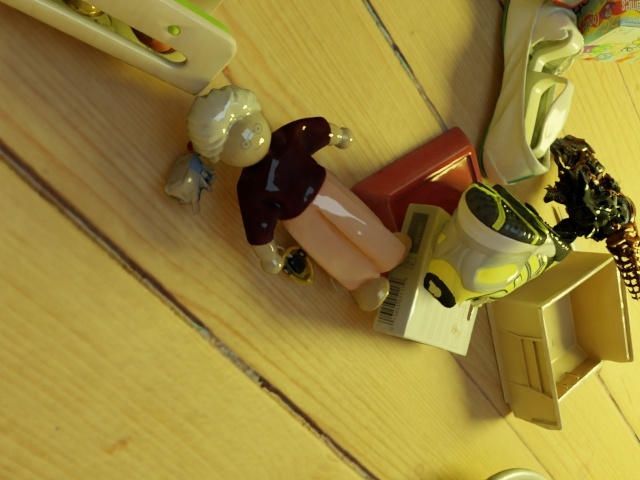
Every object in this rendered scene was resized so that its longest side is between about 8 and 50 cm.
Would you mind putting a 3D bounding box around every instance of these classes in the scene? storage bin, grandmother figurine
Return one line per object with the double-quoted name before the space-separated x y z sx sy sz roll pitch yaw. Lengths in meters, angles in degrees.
"storage bin" 0.459 0.179 1.109 0.262 0.123 0.260 -25 108 -32
"grandmother figurine" -0.020 -0.061 0.713 0.342 0.104 0.208 39 63 -35

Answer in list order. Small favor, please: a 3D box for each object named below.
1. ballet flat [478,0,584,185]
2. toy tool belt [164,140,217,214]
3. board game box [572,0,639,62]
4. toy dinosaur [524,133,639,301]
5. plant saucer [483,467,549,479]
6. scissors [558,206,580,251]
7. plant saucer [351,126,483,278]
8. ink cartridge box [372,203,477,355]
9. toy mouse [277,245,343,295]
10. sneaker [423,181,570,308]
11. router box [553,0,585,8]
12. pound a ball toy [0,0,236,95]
"ballet flat" 0.378 -0.286 1.003 0.139 0.139 0.400 16 84 -36
"toy tool belt" -0.147 -0.075 0.692 0.051 0.052 0.083 52 41 -41
"board game box" 0.516 -0.467 1.009 0.142 0.144 0.275 -1 86 -13
"toy dinosaur" 0.492 -0.056 1.049 0.218 0.322 0.164 -4 132 -30
"plant saucer" 0.281 0.585 1.030 0.400 0.100 0.400 -4 97 -35
"scissors" 0.539 0.059 1.219 0.297 0.021 0.109 43 71 -32
"plant saucer" 0.191 -0.019 0.943 0.258 0.047 0.259 -32 113 -30
"ink cartridge box" 0.179 0.068 0.894 0.232 0.066 0.189 28 77 -56
"toy mouse" 0.000 0.000 0.813 0.161 0.031 0.143 48 68 -29
"sneaker" 0.248 0.011 0.847 0.147 0.145 0.384 -53 152 19
"router box" 0.454 -0.580 0.875 0.082 0.301 0.335 2 75 -36
"pound a ball toy" -0.202 -0.287 0.600 0.319 0.135 0.208 20 57 -36
